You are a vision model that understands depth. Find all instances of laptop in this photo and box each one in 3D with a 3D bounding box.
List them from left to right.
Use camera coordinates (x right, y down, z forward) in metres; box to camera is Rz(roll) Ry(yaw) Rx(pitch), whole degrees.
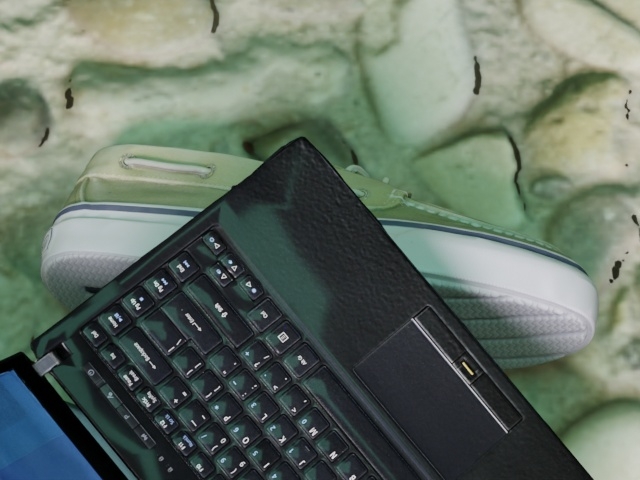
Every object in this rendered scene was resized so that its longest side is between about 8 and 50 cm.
[{"bbox_3d":[-0.016,0.099,0.735,0.264,0.136,0.234,-38,87,-21],"label":"laptop"}]

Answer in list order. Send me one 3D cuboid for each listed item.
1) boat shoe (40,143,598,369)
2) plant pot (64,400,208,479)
[{"bbox_3d":[0.000,0.000,0.957,0.302,0.109,0.094,8,59,7],"label":"boat shoe"},{"bbox_3d":[-0.126,0.176,0.828,0.234,0.165,0.166,18,62,-2],"label":"plant pot"}]
